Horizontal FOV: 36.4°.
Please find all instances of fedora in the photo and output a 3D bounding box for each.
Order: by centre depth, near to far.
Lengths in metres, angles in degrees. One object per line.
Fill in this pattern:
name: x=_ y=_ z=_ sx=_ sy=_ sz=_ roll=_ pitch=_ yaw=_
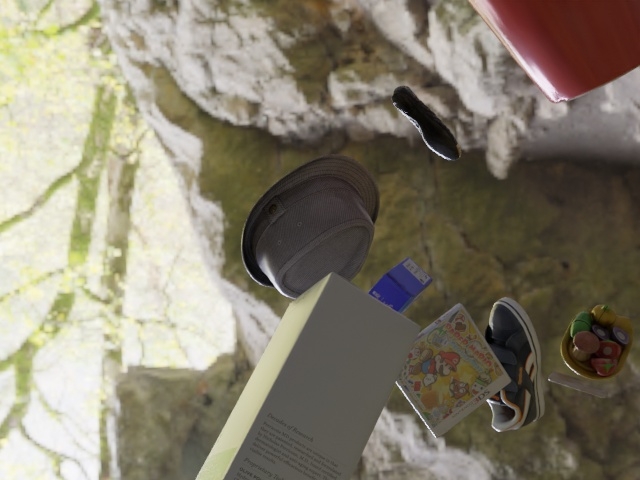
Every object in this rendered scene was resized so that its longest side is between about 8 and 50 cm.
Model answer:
fedora: x=0.000 y=0.000 z=1.663 sx=0.275 sy=0.124 sz=0.243 roll=-37 pitch=133 yaw=5

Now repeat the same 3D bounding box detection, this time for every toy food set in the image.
toy food set: x=0.546 y=0.200 z=1.919 sx=0.128 sy=0.218 sz=0.071 roll=23 pitch=141 yaw=16

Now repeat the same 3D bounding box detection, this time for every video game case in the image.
video game case: x=0.269 y=0.277 z=2.054 sx=0.206 sy=0.227 sz=0.026 roll=-37 pitch=-157 yaw=-4

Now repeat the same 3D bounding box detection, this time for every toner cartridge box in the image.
toner cartridge box: x=0.076 y=0.194 z=1.986 sx=0.348 sy=0.075 sz=0.165 roll=-50 pitch=170 yaw=21

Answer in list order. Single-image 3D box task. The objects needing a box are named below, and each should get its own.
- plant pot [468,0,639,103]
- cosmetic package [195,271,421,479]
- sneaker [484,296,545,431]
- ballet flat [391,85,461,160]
plant pot: x=0.373 y=-0.355 z=1.446 sx=0.275 sy=0.243 sz=0.275 roll=-31 pitch=-170 yaw=6
cosmetic package: x=-0.030 y=0.248 z=1.307 sx=0.155 sy=0.365 sz=0.197 roll=31 pitch=154 yaw=-8
sneaker: x=0.427 y=0.295 z=2.229 sx=0.127 sy=0.321 sz=0.126 roll=-24 pitch=-160 yaw=-26
ballet flat: x=0.199 y=-0.218 z=1.779 sx=0.057 sy=0.173 sz=0.049 roll=-40 pitch=-177 yaw=46
